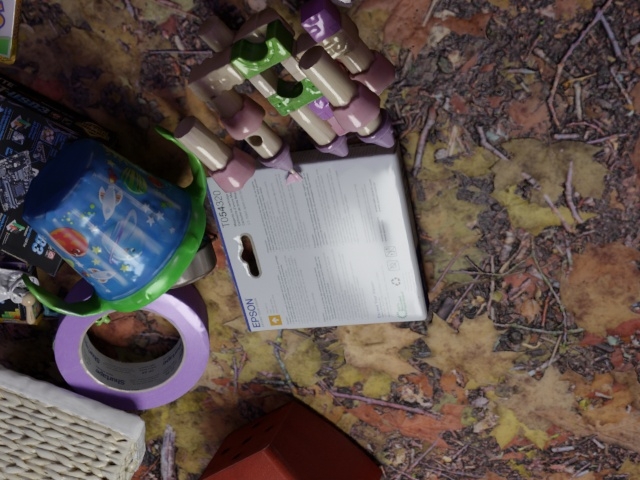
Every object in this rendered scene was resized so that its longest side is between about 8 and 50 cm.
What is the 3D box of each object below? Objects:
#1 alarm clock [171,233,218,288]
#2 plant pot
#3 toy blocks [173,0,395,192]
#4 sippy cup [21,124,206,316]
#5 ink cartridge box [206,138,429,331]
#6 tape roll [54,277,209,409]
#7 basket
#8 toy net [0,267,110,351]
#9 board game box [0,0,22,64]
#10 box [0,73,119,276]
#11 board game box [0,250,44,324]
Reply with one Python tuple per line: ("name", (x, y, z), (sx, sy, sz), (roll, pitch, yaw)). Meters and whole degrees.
("alarm clock", (-0.249, 0.045, 1.655), (0.129, 0.192, 0.064), (-10, 106, 16))
("plant pot", (-0.077, 0.473, 1.859), (0.267, 0.267, 0.235), (-31, 100, 24))
("toy blocks", (-0.017, -0.222, 1.441), (0.289, 0.309, 0.260), (-24, 134, 29))
("sippy cup", (-0.342, -0.039, 1.553), (0.240, 0.305, 0.224), (-10, 139, 40))
("ink cartridge box", (0.000, 0.000, 1.662), (0.330, 0.071, 0.324), (-4, 120, 16))
("tape roll", (-0.341, 0.177, 1.771), (0.275, 0.090, 0.274), (-3, 120, -6))
("basket", (-0.525, 0.435, 1.823), (0.331, 0.266, 0.328), (20, 153, -2))
("toy net", (-0.502, 0.121, 1.788), (0.122, 0.045, 0.232), (-40, 122, 10))
("board game box", (-0.532, -0.405, 1.526), (0.124, 0.039, 0.259), (18, 124, -1))
("box", (-0.535, -0.121, 1.672), (0.293, 0.073, 0.295), (26, 121, -8))
("board game box", (-0.617, 0.086, 1.824), (0.170, 0.048, 0.141), (2, 122, 8))
